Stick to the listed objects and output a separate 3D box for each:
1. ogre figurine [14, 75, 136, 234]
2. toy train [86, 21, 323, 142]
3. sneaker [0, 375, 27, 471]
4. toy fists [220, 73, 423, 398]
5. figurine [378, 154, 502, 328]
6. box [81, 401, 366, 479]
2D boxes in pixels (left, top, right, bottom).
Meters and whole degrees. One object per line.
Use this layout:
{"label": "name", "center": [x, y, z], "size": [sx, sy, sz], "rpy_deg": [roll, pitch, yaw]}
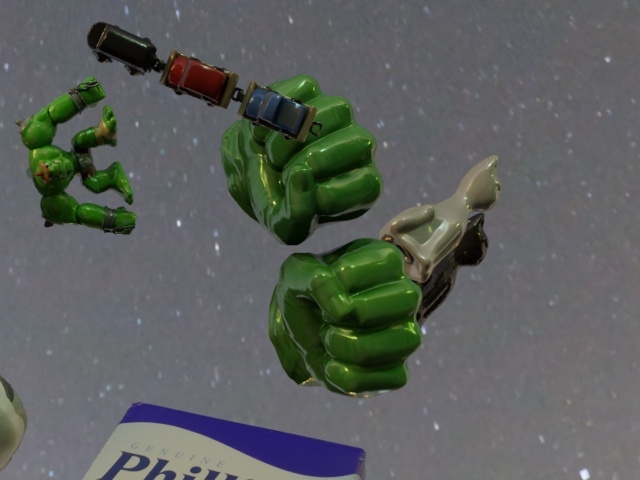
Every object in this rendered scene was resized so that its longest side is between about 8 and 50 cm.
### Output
{"label": "ogre figurine", "center": [-0.307, -0.094, 1.341], "size": [0.118, 0.097, 0.197], "rpy_deg": [-17, -61, -18]}
{"label": "toy train", "center": [-0.073, -0.100, 0.664], "size": [0.158, 0.036, 0.027], "rpy_deg": [22, -94, 2]}
{"label": "sneaker", "center": [-0.351, 0.187, 0.774], "size": [0.297, 0.129, 0.111], "rpy_deg": [-26, -81, 4]}
{"label": "toy fists", "center": [0.000, 0.000, 0.901], "size": [0.096, 0.279, 0.142], "rpy_deg": [-14, -2, -40]}
{"label": "figurine", "center": [0.174, -0.002, 1.480], "size": [0.209, 0.092, 0.215], "rpy_deg": [-39, -27, -27]}
{"label": "box", "center": [-0.056, 0.153, 0.482], "size": [0.126, 0.137, 0.072], "rpy_deg": [9, -52, 16]}
